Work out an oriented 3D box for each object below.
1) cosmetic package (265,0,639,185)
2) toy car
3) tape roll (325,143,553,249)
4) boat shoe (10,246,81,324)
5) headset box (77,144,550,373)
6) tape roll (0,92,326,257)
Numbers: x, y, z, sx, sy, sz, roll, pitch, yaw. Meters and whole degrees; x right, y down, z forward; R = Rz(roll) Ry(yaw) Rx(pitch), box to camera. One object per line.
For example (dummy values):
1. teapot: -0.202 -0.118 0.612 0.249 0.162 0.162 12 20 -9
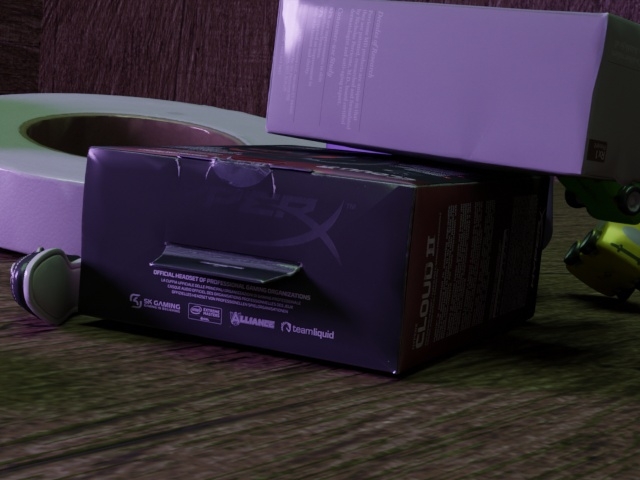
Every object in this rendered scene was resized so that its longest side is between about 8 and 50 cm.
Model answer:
1. cosmetic package: 0.096 -0.099 0.843 0.238 0.107 0.127 8 4 33
2. toy car: 0.237 -0.021 0.953 0.225 0.053 0.239 42 -17 -32
3. tape roll: 0.095 -0.043 1.065 0.189 0.080 0.189 3 -23 1
4. boat shoe: -0.169 0.025 0.796 0.038 0.046 0.125 5 4 7
5. headset box: 0.000 0.000 0.839 0.218 0.110 0.293 8 7 24
6. tape roll: -0.172 -0.064 1.196 0.392 0.072 0.392 6 15 -2
